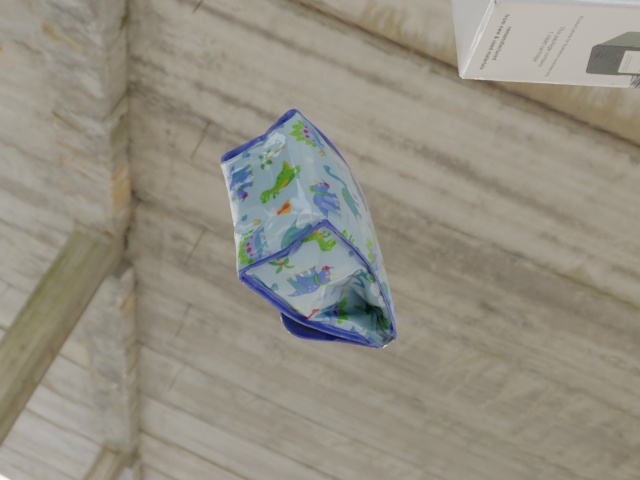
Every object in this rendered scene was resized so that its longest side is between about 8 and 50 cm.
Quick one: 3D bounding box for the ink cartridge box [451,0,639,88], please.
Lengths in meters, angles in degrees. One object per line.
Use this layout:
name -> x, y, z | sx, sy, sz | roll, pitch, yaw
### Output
ink cartridge box -> 0.255, -0.240, 0.814 | 0.272, 0.198, 0.115 | 1, -25, -7

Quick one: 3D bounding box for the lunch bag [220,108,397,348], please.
lunch bag -> 0.000, 0.000, 0.721 | 0.096, 0.129, 0.151 | -31, -44, 20
